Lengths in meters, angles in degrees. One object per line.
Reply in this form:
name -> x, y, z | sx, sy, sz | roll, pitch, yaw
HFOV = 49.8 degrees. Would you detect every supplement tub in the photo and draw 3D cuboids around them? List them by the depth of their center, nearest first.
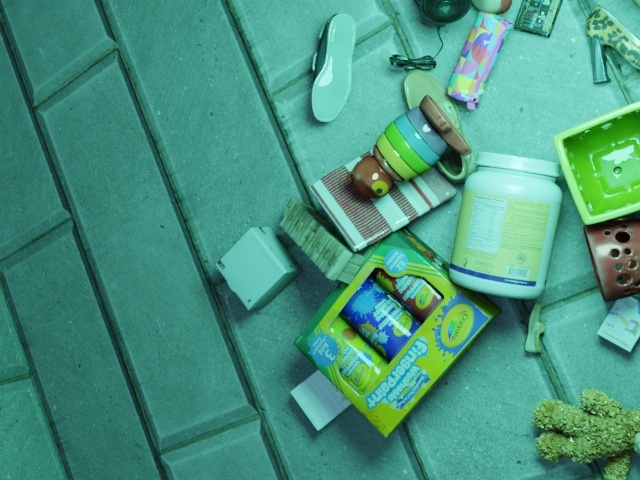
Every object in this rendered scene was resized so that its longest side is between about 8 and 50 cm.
supplement tub -> 0.461, -0.040, 1.712 | 0.241, 0.241, 0.331 | 12, 97, 24

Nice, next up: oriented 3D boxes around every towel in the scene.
towel -> 0.166, -0.133, 1.847 | 0.329, 0.037, 0.237 | -30, 68, -13

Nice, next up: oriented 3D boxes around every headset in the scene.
headset -> 0.283, -0.635, 1.772 | 0.185, 0.243, 0.394 | 3, 120, 0

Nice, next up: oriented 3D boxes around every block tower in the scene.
block tower -> 0.000, 0.000, 1.923 | 0.091, 0.097, 0.335 | -58, 37, 12

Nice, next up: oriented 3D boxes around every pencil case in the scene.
pencil case -> 0.409, -0.464, 1.780 | 0.104, 0.104, 0.236 | 27, 113, 22

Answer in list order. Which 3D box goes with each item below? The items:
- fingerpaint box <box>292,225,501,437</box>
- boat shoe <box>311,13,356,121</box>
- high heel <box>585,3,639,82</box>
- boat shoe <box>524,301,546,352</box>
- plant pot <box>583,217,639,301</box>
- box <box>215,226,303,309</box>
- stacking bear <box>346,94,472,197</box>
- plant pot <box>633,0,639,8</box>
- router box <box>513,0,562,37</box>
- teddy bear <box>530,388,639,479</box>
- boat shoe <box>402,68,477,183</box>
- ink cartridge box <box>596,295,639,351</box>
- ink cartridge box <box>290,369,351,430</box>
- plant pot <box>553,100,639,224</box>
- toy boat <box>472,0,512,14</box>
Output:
fingerpaint box -> 0.201, 0.240, 1.889 | 0.371, 0.163, 0.445 | 43, 109, 18
boat shoe -> 0.033, -0.492, 1.979 | 0.114, 0.091, 0.303 | 13, 99, -20
high heel -> 0.764, -0.488, 1.627 | 0.261, 0.093, 0.186 | -5, 97, 34
boat shoe -> 0.561, 0.227, 1.786 | 0.045, 0.050, 0.135 | 10, 106, 21
plant pot -> 0.729, 0.036, 1.623 | 0.174, 0.191, 0.191 | -14, 86, 17
box -> -0.186, 0.082, 2.089 | 0.182, 0.119, 0.181 | -44, 75, 20
stacking bear -> 0.203, -0.216, 1.742 | 0.289, 0.175, 0.164 | -38, 42, 17
plant pot -> 0.734, -0.705, 1.537 | 0.333, 0.334, 0.305 | -33, 90, 23
router box -> 0.557, -0.588, 1.753 | 0.092, 0.038, 0.122 | 23, 102, 23
teddy bear -> 0.690, 0.480, 1.701 | 0.338, 0.113, 0.245 | 13, 100, 24
boat shoe -> 0.314, -0.313, 1.840 | 0.121, 0.110, 0.341 | -32, 79, 23
ink cartridge box -> 0.749, 0.198, 1.691 | 0.088, 0.052, 0.122 | 30, 106, 21
ink cartridge box -> 0.021, 0.456, 2.063 | 0.179, 0.045, 0.145 | -39, 75, 3
plant pot -> 0.698, -0.175, 1.613 | 0.228, 0.207, 0.227 | -21, 84, 24
toy boat -> 0.462, -0.696, 1.756 | 0.151, 0.151, 0.231 | -3, 91, -4
